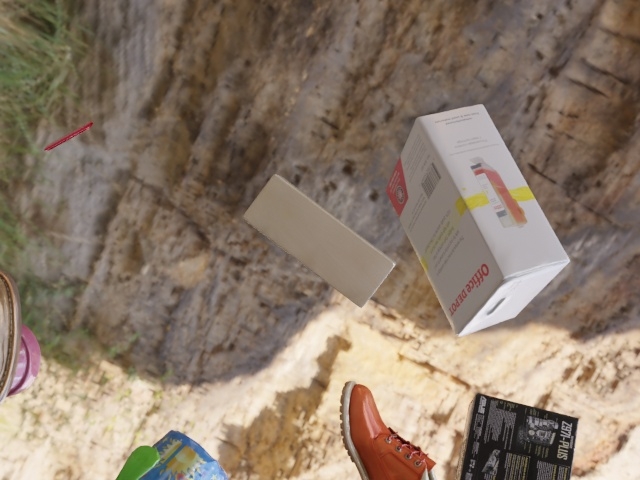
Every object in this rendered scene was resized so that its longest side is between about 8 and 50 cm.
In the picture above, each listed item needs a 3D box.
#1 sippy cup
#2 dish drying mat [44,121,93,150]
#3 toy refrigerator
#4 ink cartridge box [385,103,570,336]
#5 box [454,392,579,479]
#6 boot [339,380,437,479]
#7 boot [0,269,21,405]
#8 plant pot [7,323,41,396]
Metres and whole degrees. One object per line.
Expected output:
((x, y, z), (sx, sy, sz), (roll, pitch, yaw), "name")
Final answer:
((-0.324, 0.535, 1.749), (0.224, 0.240, 0.305), (-50, -177, -23), "sippy cup")
((-0.404, -0.167, 1.328), (0.083, 0.008, 0.032), (-28, -158, 6), "dish drying mat")
((0.000, 0.000, 1.505), (0.102, 0.270, 0.094), (-54, 175, 4), "toy refrigerator")
((0.305, -0.038, 1.698), (0.279, 0.161, 0.384), (111, -39, -59), "ink cartridge box")
((0.267, 0.321, 1.152), (0.077, 0.148, 0.180), (86, 18, -67), "box")
((0.073, 0.212, 0.840), (0.085, 0.157, 0.059), (-18, -179, 23), "boot")
((-0.431, 0.168, 0.919), (0.115, 0.112, 0.305), (38, 68, -60), "boot")
((-0.847, 0.308, 2.103), (0.201, 0.201, 0.180), (-60, 167, 5), "plant pot")
